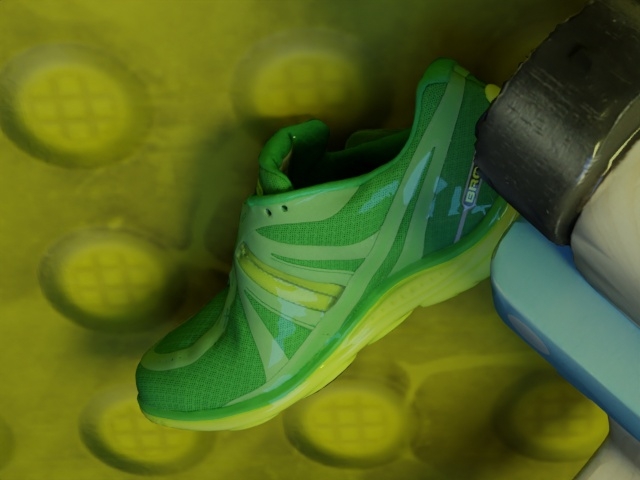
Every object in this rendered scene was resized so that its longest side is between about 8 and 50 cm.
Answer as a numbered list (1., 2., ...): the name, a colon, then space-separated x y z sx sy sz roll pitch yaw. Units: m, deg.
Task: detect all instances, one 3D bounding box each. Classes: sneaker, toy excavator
1. sneaker: 0.000 0.000 1.043 0.295 0.109 0.123 -37 102 30
2. toy excavator: 0.197 0.055 0.966 0.433 0.222 0.445 -46 161 -8
